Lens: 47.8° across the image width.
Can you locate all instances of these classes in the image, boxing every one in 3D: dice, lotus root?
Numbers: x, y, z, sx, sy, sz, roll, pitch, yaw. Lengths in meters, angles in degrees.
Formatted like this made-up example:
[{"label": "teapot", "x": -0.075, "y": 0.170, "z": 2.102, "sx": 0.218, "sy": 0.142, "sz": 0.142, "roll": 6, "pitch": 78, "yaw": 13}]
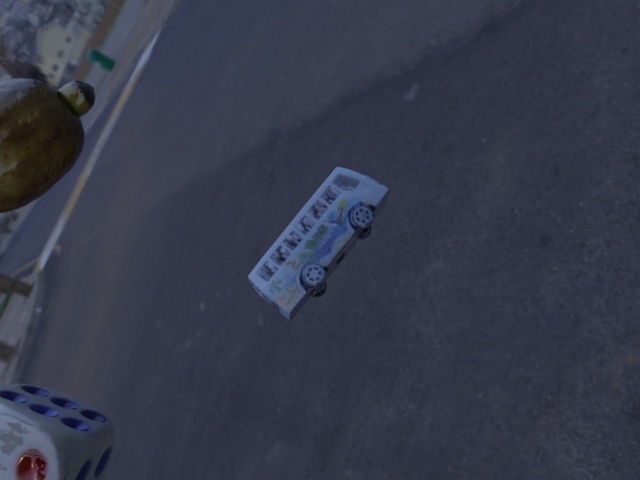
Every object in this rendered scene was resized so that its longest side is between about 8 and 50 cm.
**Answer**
[{"label": "dice", "x": -0.624, "y": 0.494, "z": 1.534, "sx": 0.304, "sy": 0.277, "sz": 0.304, "roll": 53, "pitch": -121, "yaw": -82}, {"label": "lotus root", "x": -0.450, "y": -0.141, "z": 1.053, "sx": 0.141, "sy": 0.169, "sz": 0.314, "roll": -12, "pitch": 25, "yaw": 47}]

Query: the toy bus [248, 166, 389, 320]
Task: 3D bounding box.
[{"label": "toy bus", "x": 0.000, "y": 0.000, "z": 1.465, "sx": 0.329, "sy": 0.136, "sz": 0.109, "roll": -51, "pitch": -11, "yaw": -12}]
